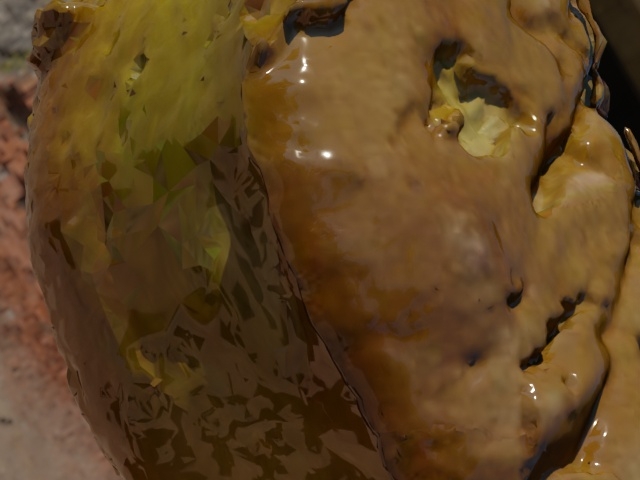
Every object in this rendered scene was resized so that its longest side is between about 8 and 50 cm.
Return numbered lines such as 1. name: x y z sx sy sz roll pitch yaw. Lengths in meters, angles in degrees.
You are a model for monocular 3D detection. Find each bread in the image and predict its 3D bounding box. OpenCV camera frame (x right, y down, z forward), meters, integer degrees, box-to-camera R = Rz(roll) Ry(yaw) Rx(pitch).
1. bread: 0.001 -0.005 0.443 0.147 0.160 0.260 -2 76 -50
